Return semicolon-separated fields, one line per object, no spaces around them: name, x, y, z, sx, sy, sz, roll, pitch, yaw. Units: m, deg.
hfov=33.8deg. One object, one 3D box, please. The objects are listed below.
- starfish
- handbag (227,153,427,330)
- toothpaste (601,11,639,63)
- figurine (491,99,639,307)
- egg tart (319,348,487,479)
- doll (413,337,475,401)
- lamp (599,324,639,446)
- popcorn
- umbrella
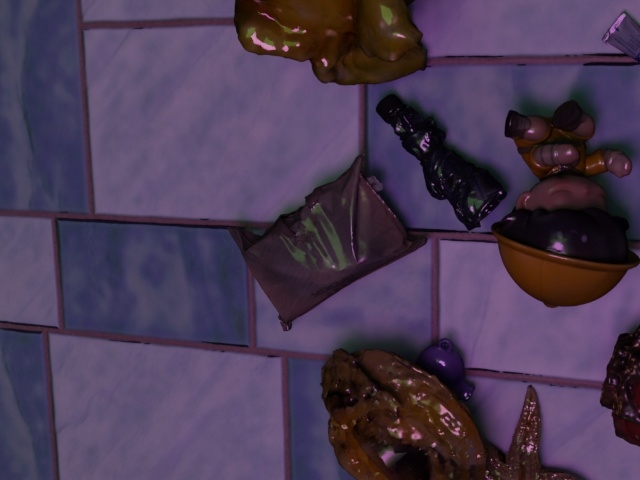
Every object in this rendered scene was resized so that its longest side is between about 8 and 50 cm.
starfish;0.285;0.350;1.517;0.236;0.062;0.277;-5;103;29
handbag;0.000;0.000;1.524;0.270;0.117;0.182;-32;101;25
toothpaste;0.439;-0.224;1.343;0.170;0.028;0.045;41;118;12
figurine;0.313;-0.042;1.362;0.192;0.167;0.256;2;75;-9
egg tart;0.094;0.280;1.494;0.297;0.132;0.297;27;136;30
doll;0.163;0.227;1.531;0.110;0.067;0.206;18;119;12
lamp;0.499;0.201;1.332;0.274;0.177;0.177;14;106;17
popcorn;0.018;-0.329;1.378;0.290;0.325;0.321;-11;52;28
umbrella;0.160;-0.114;1.461;0.080;0.071;0.224;-45;75;13
